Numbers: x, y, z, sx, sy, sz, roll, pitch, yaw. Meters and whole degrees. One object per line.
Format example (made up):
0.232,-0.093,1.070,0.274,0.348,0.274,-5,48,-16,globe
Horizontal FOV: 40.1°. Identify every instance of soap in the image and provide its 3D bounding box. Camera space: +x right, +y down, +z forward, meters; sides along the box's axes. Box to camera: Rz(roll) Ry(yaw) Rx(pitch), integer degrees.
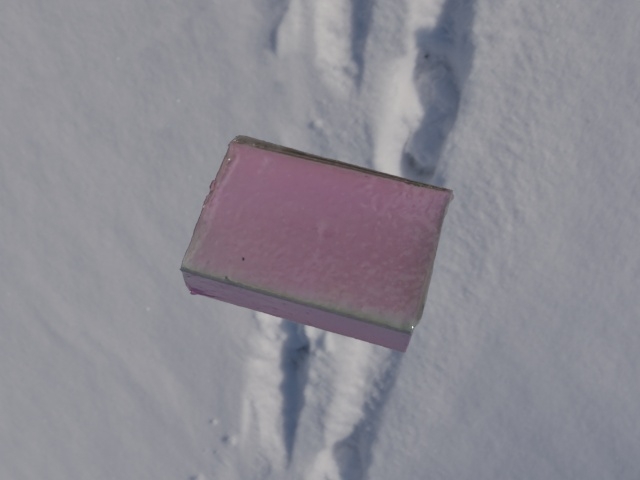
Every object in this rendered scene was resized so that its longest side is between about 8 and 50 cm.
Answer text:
0.000,0.001,0.962,0.260,0.181,0.081,14,156,6,soap
